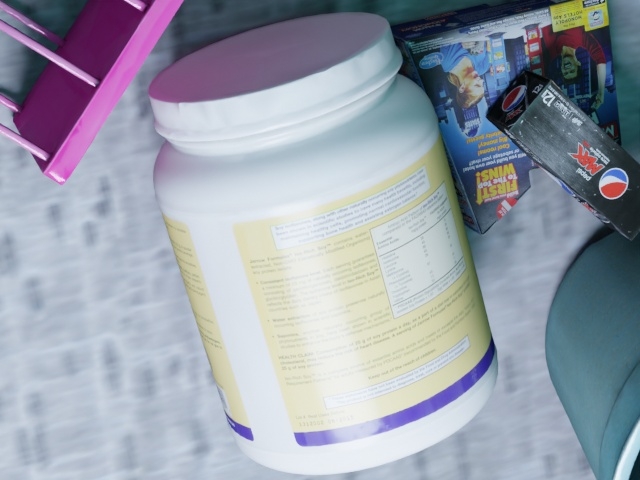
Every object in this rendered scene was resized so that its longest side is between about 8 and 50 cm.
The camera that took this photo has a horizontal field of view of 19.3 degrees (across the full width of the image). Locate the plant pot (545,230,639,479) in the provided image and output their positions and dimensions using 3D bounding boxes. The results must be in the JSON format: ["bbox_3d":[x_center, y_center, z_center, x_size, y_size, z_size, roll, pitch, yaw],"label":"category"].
[{"bbox_3d":[0.365,0.140,1.655,0.341,0.334,0.341,-4,113,-9],"label":"plant pot"}]

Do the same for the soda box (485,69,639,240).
[{"bbox_3d":[0.226,-0.074,1.653,0.169,0.053,0.060,39,91,-25],"label":"soda box"}]

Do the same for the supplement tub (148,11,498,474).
[{"bbox_3d":[0.000,0.000,1.569,0.241,0.241,0.331,-19,111,-11],"label":"supplement tub"}]

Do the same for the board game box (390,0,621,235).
[{"bbox_3d":[0.166,-0.113,1.683,0.194,0.060,0.194,-14,112,-15],"label":"board game box"}]

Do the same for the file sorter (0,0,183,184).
[{"bbox_3d":[-0.210,-0.230,1.459,0.182,0.202,0.290,32,95,-21],"label":"file sorter"}]
